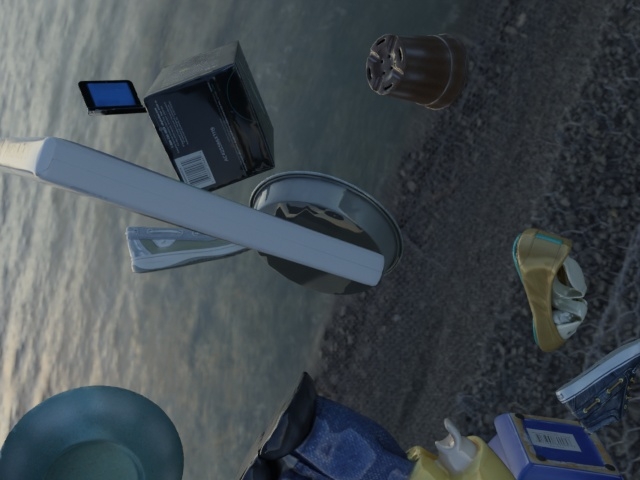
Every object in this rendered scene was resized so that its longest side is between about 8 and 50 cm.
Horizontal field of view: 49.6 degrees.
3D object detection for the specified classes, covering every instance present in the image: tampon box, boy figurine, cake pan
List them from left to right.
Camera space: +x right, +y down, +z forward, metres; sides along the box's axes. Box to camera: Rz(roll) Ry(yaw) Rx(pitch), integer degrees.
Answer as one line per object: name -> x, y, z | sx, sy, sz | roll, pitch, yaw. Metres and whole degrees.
tampon box -> -0.118, -0.140, 0.776 | 0.161, 0.101, 0.120 | -101, -9, -66
cake pan -> 0.000, 0.000, 1.233 | 0.293, 0.293, 0.054 | -28, 31, 47
boy figurine -> 0.073, 0.218, 0.486 | 0.177, 0.285, 0.092 | -55, 1, 10

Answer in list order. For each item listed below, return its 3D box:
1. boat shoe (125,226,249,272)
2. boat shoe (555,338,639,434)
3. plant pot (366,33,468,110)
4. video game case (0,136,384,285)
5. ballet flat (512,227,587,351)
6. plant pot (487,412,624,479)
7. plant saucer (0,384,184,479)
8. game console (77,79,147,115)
boat shoe -> -0.236, -0.009, 1.433 | 0.118, 0.320, 0.103 | 159, 98, -81
boat shoe -> 0.469, 0.227, 1.094 | 0.183, 0.065, 0.083 | -32, 78, -4
plant pot -> 0.199, -0.367, 1.477 | 0.167, 0.165, 0.167 | 5, 97, 54
video game case -> -0.089, -0.021, 0.431 | 0.183, 0.201, 0.023 | 13, 85, 57
ballet flat -> 0.303, 0.077, 0.886 | 0.073, 0.232, 0.080 | 7, 55, 35
plant pot -> 0.429, 0.465, 1.309 | 0.236, 0.236, 0.212 | -83, 1, -71
plant saucer -> -0.239, 0.251, 0.728 | 0.037, 0.195, 0.195 | -155, 77, -69
game console -> -0.412, -0.292, 1.407 | 0.107, 0.122, 0.071 | 10, 108, 47
